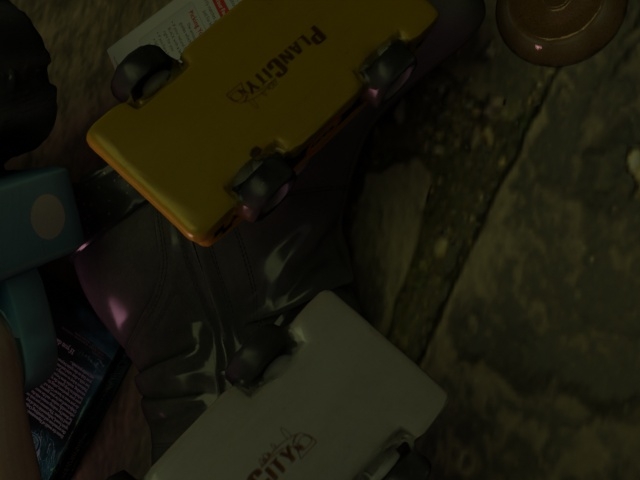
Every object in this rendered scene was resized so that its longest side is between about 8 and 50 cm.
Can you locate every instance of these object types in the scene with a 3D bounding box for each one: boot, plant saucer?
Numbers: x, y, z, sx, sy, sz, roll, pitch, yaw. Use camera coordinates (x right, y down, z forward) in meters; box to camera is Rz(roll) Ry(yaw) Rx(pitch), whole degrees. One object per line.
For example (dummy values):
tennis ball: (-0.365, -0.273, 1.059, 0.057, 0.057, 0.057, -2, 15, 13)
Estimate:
boot: (0.000, 0.000, 0.625, 0.338, 0.118, 0.223, -35, 75, 21)
plant saucer: (0.150, -0.152, 0.626, 0.083, 0.015, 0.083, -5, 77, 23)

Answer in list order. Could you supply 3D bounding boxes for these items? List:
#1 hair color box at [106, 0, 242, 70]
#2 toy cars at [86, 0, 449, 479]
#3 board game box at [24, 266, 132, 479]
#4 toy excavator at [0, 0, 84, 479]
hair color box: (-0.057, -0.137, 0.693, 0.167, 0.053, 0.093, -32, 68, 16)
toy cars: (-0.031, 0.023, 0.496, 0.176, 0.087, 0.394, 4, 69, -6)
board game box: (-0.231, 0.081, 0.740, 0.186, 0.026, 0.126, 29, 92, 25)
toy excavator: (-0.228, 0.087, 0.595, 0.433, 0.222, 0.445, -1, 107, 32)
